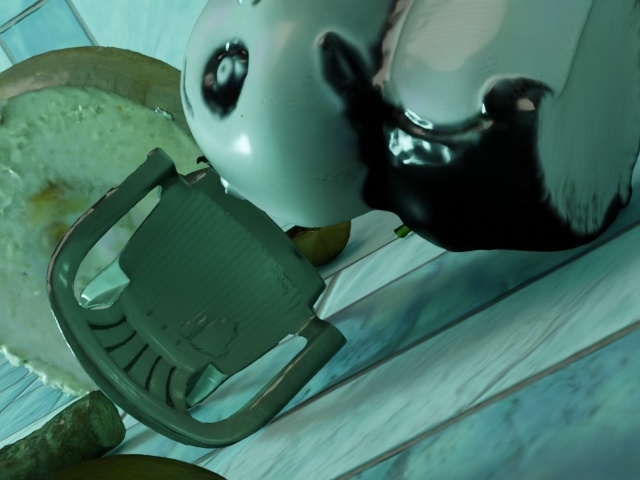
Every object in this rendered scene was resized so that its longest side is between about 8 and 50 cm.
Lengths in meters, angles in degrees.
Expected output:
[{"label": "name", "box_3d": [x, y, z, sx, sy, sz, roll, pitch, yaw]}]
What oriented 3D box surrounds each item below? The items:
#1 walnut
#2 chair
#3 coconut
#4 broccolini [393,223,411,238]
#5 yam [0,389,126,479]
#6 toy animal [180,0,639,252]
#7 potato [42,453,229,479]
[{"label": "walnut", "box_3d": [0.000, 0.000, 1.446, 0.091, 0.052, 0.121, -31, 9, -5]}, {"label": "chair", "box_3d": [-0.102, 0.051, 1.000, 0.190, 0.203, 0.274, -45, 2, -12]}, {"label": "coconut", "box_3d": [-0.255, -0.039, 1.483, 0.404, 0.404, 0.404, -31, 7, 4]}, {"label": "broccolini", "box_3d": [0.134, -0.037, 1.280, 0.140, 0.030, 0.035, -34, 42, 20]}, {"label": "yam", "box_3d": [-0.299, 0.225, 1.157, 0.274, 0.061, 0.061, -31, 7, 10]}, {"label": "toy animal", "box_3d": [0.053, -0.108, 0.903, 0.310, 0.251, 0.251, 12, 32, 31]}, {"label": "potato", "box_3d": [-0.091, 0.155, 0.561, 0.160, 0.111, 0.271, -35, 7, -8]}]
